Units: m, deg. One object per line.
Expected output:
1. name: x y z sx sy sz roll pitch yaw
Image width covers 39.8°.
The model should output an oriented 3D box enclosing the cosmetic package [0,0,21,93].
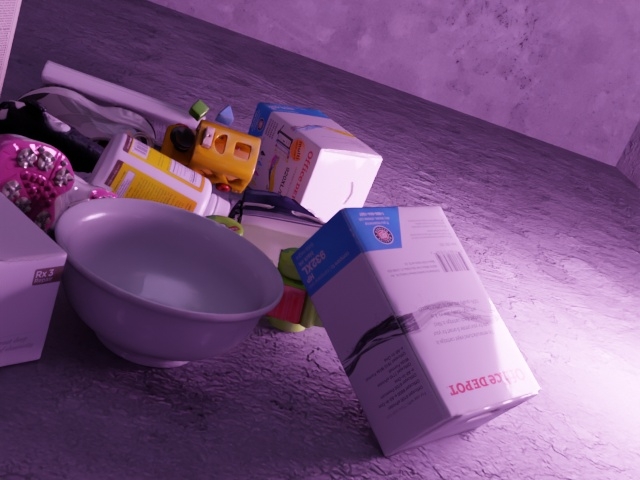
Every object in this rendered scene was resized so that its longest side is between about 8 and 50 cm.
1. cosmetic package: -0.608 -0.331 1.480 0.113 0.310 0.160 26 20 10

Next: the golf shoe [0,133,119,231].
1. golf shoe: -0.400 -0.075 1.233 0.140 0.115 0.306 28 -10 19

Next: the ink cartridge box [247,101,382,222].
1. ink cartridge box: -0.028 -0.151 1.794 0.168 0.171 0.232 2 28 -41

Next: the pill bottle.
1. pill bottle: -0.258 -0.075 1.424 0.215 0.117 0.117 29 18 -19

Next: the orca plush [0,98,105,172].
1. orca plush: -0.462 -0.141 1.525 0.287 0.102 0.151 33 -23 2

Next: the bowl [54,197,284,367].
1. bowl: -0.207 0.070 1.143 0.297 0.134 0.298 19 21 -7

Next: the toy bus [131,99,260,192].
1. toy bus: -0.207 -0.165 1.590 0.202 0.104 0.191 -31 86 -27

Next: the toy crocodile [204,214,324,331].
1. toy crocodile: -0.101 0.058 1.306 0.340 0.115 0.105 21 26 5

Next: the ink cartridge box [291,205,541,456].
1. ink cartridge box: 0.129 0.113 1.209 0.223 0.129 0.308 -2 59 -47

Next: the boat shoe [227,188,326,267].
1. boat shoe: 0.000 0.000 1.513 0.340 0.127 0.158 17 29 -9

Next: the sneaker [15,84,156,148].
1. sneaker: -0.448 -0.206 1.634 0.271 0.100 0.108 16 51 7

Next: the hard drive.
1. hard drive: -0.384 -0.252 1.741 0.307 0.040 0.203 19 -13 -8

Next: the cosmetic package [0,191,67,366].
1. cosmetic package: -0.497 -0.007 1.029 0.385 0.156 0.217 38 27 33
